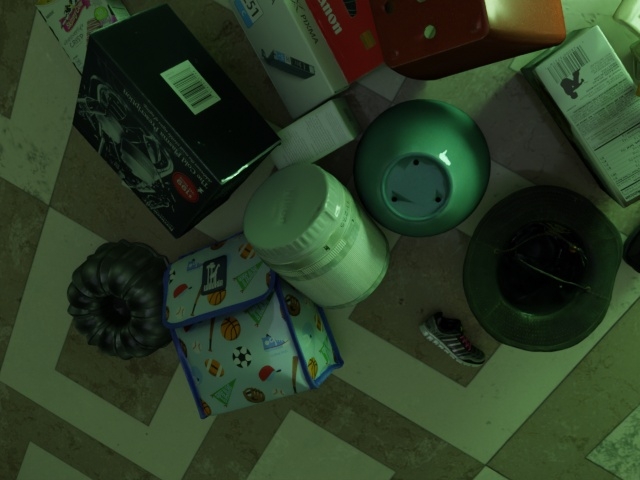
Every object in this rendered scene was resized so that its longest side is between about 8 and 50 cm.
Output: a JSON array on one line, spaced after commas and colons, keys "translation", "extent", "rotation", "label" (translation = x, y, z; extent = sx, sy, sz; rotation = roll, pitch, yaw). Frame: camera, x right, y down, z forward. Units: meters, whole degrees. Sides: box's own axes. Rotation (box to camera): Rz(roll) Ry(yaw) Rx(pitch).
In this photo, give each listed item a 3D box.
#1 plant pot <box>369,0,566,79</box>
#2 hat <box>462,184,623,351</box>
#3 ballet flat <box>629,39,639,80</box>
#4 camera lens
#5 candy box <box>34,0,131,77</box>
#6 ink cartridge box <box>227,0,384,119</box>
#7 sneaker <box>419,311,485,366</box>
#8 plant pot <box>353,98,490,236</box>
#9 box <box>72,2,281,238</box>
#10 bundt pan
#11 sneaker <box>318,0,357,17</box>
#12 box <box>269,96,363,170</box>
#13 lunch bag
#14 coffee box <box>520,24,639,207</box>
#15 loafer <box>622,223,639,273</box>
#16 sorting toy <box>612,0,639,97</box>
[{"translation": [0.218, -0.413, 0.842], "extent": [0.267, 0.236, 0.267], "rotation": [-4, 109, 41], "label": "plant pot"}, {"translation": [0.435, 0.054, 1.055], "extent": [0.331, 0.134, 0.331], "rotation": [0, 94, 1], "label": "hat"}, {"translation": [0.617, -0.293, 0.942], "extent": [0.052, 0.057, 0.168], "rotation": [-12, 103, 46], "label": "ballet flat"}, {"translation": [0.000, 0.000, 1.049], "extent": [0.219, 0.219, 0.274], "rotation": [-24, 139, 20], "label": "camera lens"}, {"translation": [-0.498, -0.462, 1.136], "extent": [0.159, 0.071, 0.233], "rotation": [-28, 100, 21], "label": "candy box"}, {"translation": [-0.030, -0.422, 0.983], "extent": [0.261, 0.066, 0.296], "rotation": [-19, 105, 48], "label": "ink cartridge box"}, {"translation": [0.316, 0.226, 1.180], "extent": [0.170, 0.063, 0.075], "rotation": [34, 119, 6], "label": "sneaker"}, {"translation": [0.196, -0.127, 1.016], "extent": [0.290, 0.195, 0.290], "rotation": [4, 109, 12], "label": "plant pot"}, {"translation": [-0.306, -0.223, 1.043], "extent": [0.343, 0.179, 0.312], "rotation": [49, 146, -5], "label": "box"}, {"translation": [-0.520, 0.170, 1.334], "extent": [0.331, 0.124, 0.331], "rotation": [4, 109, 13], "label": "bundt pan"}, {"translation": [0.062, -0.460, 1.002], "extent": [0.106, 0.101, 0.267], "rotation": [-29, 99, 41], "label": "sneaker"}, {"translation": [-0.013, -0.218, 1.071], "extent": [0.170, 0.130, 0.091], "rotation": [-27, 101, 21], "label": "box"}, {"translation": [-0.177, 0.181, 1.203], "extent": [0.328, 0.239, 0.385], "rotation": [-20, 87, 20], "label": "lunch bag"}, {"translation": [0.505, -0.225, 0.922], "extent": [0.119, 0.168, 0.297], "rotation": [-35, 99, 22], "label": "coffee box"}, {"translation": [0.704, -0.058, 0.969], "extent": [0.109, 0.095, 0.302], "rotation": [27, 113, 3], "label": "loafer"}, {"translation": [0.598, -0.374, 0.851], "extent": [0.196, 0.047, 0.348], "rotation": [34, 82, -3], "label": "sorting toy"}]
